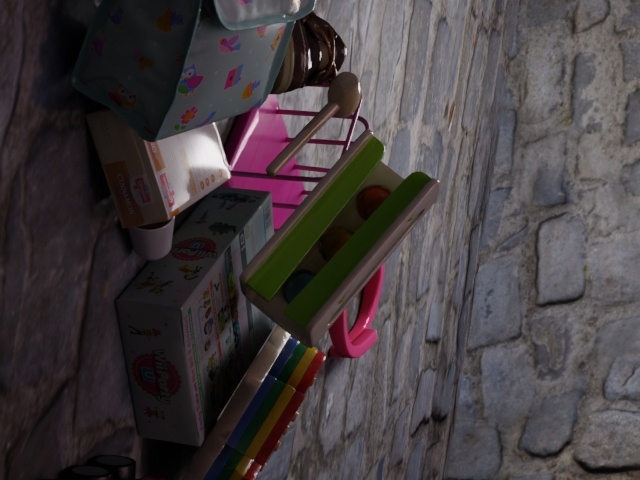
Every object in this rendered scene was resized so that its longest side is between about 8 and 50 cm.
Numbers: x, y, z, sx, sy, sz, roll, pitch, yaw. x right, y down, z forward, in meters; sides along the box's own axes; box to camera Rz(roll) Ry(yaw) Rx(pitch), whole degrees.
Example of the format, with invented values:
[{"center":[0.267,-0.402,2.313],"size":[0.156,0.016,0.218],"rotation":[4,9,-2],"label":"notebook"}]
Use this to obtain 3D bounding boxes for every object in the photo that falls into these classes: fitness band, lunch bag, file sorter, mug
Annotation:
[{"center":[0.069,0.116,2.508],"size":[0.291,0.054,0.209],"rotation":[-31,125,-69],"label":"fitness band"},{"center":[-0.124,-0.262,1.426],"size":[0.223,0.160,0.262],"rotation":[-26,148,-56],"label":"lunch bag"},{"center":[-0.013,-0.081,1.980],"size":[0.291,0.182,0.202],"rotation":[73,30,-51],"label":"file sorter"},{"center":[-0.208,-0.014,1.619],"size":[0.078,0.062,0.064],"rotation":[-55,155,-43],"label":"mug"}]

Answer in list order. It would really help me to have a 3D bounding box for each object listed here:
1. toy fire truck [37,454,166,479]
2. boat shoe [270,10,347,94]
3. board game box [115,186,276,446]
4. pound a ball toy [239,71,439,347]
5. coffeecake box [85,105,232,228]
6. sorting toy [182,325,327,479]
[{"center":[-0.194,0.360,1.497],"size":[0.217,0.246,0.159],"rotation":[-5,101,-71],"label":"toy fire truck"},{"center":[-0.023,-0.272,1.794],"size":[0.342,0.123,0.123],"rotation":[-108,-159,-77],"label":"boat shoe"},{"center":[-0.155,0.095,1.758],"size":[0.303,0.097,0.224],"rotation":[-58,149,-54],"label":"board game box"},{"center":[0.011,-0.041,1.751],"size":[0.319,0.208,0.136],"rotation":[-50,168,-13],"label":"pound a ball toy"},{"center":[-0.191,-0.112,1.560],"size":[0.185,0.068,0.142],"rotation":[-43,119,-63],"label":"coffeecake box"},{"center":[-0.089,0.248,1.808],"size":[0.255,0.089,0.257],"rotation":[-59,179,26],"label":"sorting toy"}]
